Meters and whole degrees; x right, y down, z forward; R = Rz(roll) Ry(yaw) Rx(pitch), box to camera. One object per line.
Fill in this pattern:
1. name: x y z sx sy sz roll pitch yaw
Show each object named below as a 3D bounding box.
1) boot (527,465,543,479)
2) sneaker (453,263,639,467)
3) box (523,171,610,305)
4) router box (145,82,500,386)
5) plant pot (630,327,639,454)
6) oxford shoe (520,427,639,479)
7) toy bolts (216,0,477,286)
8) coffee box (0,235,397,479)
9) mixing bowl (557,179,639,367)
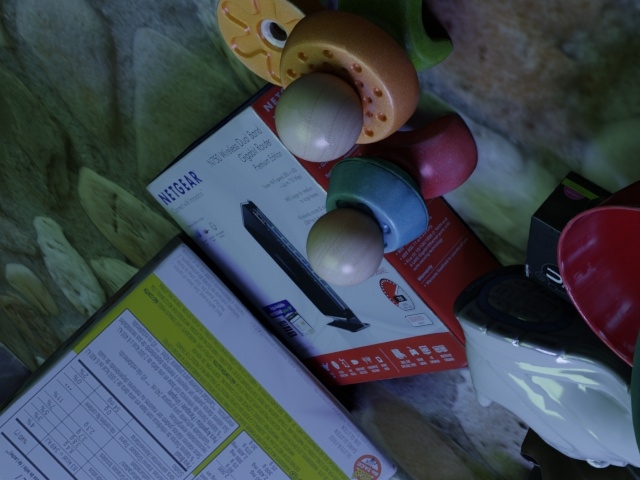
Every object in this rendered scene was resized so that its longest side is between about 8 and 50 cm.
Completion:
1. boot: 0.319 0.261 1.073 0.305 0.112 0.115 10 150 49
2. sneaker: 0.238 0.123 0.930 0.297 0.111 0.129 27 140 36
3. box: 0.194 0.003 0.900 0.062 0.052 0.083 33 155 24
4. router box: 0.000 0.000 1.168 0.301 0.082 0.335 48 156 -8
5. plant pot: 0.335 0.080 0.564 0.255 0.272 0.271 34 161 -20
6. oxford shoe: 0.249 0.217 1.032 0.082 0.096 0.227 35 -178 -26
7. toy bolts: -0.001 -0.080 0.907 0.218 0.158 0.229 9 141 37
8. coffee box: -0.169 0.230 1.402 0.338 0.334 0.337 47 176 -6
9. mixing bowl: 0.254 0.016 0.767 0.181 0.098 0.181 35 156 19
